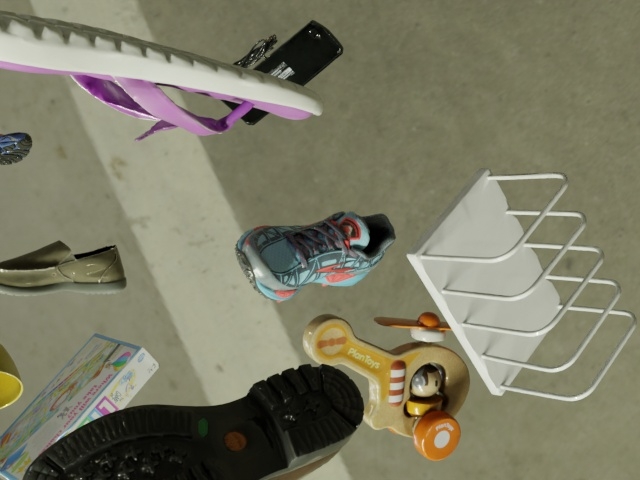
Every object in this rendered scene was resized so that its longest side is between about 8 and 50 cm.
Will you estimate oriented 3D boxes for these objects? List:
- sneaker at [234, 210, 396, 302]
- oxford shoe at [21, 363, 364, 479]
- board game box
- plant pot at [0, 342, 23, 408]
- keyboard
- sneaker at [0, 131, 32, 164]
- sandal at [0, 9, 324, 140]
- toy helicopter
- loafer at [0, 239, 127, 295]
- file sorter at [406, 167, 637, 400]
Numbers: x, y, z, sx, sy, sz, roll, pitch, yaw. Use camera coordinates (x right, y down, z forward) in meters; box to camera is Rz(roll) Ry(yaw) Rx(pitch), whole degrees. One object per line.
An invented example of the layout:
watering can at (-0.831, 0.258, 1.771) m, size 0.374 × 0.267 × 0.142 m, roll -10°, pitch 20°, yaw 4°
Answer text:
sneaker at (0.000, 0.000, 1.288) m, size 0.125 × 0.262 × 0.104 m, roll -38°, pitch 73°, yaw 34°
oxford shoe at (-0.083, 0.155, 0.658) m, size 0.096 × 0.227 × 0.083 m, roll 112°, pitch 142°, yaw -49°
board game box at (-0.223, 0.153, 0.879) m, size 0.103 × 0.154 × 0.026 m, roll 5°, pitch 139°, yaw 54°
plant pot at (-0.563, 0.210, 1.632) m, size 0.134 × 0.134 × 0.095 m, roll -57°, pitch 39°, yaw 42°
keyboard at (-0.067, -0.260, 1.464) m, size 0.192 × 0.038 × 0.100 m, roll -36°, pitch 124°, yaw 18°
sneaker at (-0.643, -0.191, 1.867) m, size 0.221 × 0.083 × 0.087 m, roll -1°, pitch 80°, yaw 18°
sandal at (-0.196, -0.159, 1.036) m, size 0.169 × 0.416 × 0.102 m, roll 34°, pitch 112°, yaw 59°
toy helicopter at (0.123, 0.203, 1.672) m, size 0.355 × 0.235 × 0.140 m, roll 30°, pitch 179°, yaw -32°
loafer at (-0.441, 0.040, 1.619) m, size 0.094 × 0.251 × 0.087 m, roll 17°, pitch 105°, yaw 60°
file sorter at (0.294, 0.065, 1.384) m, size 0.173 × 0.193 × 0.277 m, roll 4°, pitch 134°, yaw 52°
